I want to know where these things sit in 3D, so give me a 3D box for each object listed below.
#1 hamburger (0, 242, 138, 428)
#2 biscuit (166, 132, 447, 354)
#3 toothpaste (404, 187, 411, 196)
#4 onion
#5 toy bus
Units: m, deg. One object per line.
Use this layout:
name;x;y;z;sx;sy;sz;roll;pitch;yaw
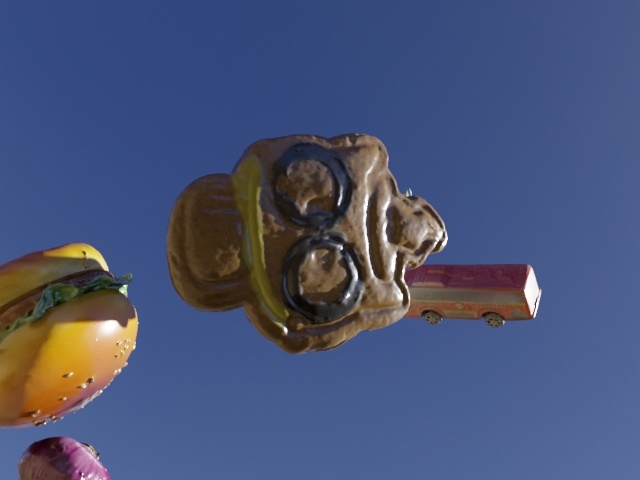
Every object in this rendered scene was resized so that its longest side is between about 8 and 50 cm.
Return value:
hamburger;-0.329;0.125;0.831;0.246;0.246;0.170;-42;-101;39
biscuit;0.000;0.000;0.647;0.041;0.290;0.208;169;-86;-65
toothpaste;0.130;-0.020;1.164;0.036;0.205;0.056;-4;-62;26
onion;-0.298;0.282;0.788;0.115;0.104;0.115;13;-48;15
toy bus;0.198;0.071;0.939;0.192;0.065;0.077;-2;-50;30
